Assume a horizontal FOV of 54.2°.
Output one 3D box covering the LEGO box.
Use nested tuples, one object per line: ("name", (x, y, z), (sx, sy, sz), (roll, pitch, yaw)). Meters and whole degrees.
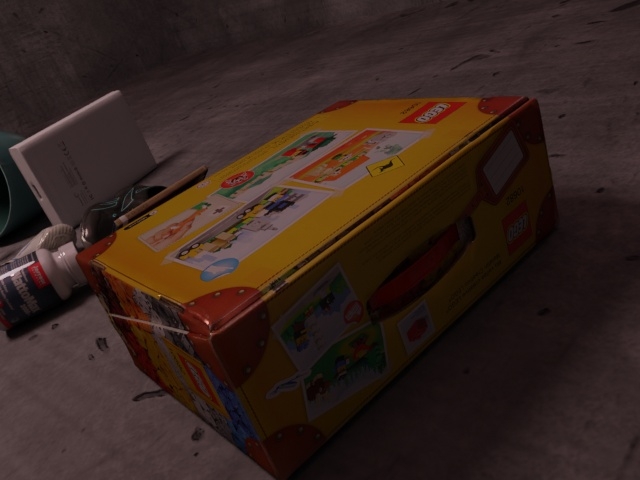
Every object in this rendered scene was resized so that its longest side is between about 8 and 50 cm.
("LEGO box", (0.000, 0.000, 0.816), (0.500, 0.193, 0.373), (-36, 30, -28))

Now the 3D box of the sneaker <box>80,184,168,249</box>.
("sneaker", (-0.414, -0.056, 1.333), (0.106, 0.101, 0.267), (-9, 29, 17))

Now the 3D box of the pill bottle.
("pill bottle", (-0.519, 0.077, 1.145), (0.180, 0.107, 0.108), (-29, 27, -16))

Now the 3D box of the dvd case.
("dvd case", (-0.329, -0.055, 1.258), (0.221, 0.018, 0.164), (-40, -4, -33))

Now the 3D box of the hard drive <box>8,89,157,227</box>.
("hard drive", (-0.588, -0.208, 1.598), (0.047, 0.232, 0.353), (-2, 32, 33))

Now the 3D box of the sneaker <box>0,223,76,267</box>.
("sneaker", (-0.600, 0.055, 1.294), (0.086, 0.085, 0.237), (-33, 15, 45))

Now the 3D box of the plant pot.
("plant pot", (-0.855, -0.159, 1.668), (0.293, 0.292, 0.235), (-10, 12, 22))
